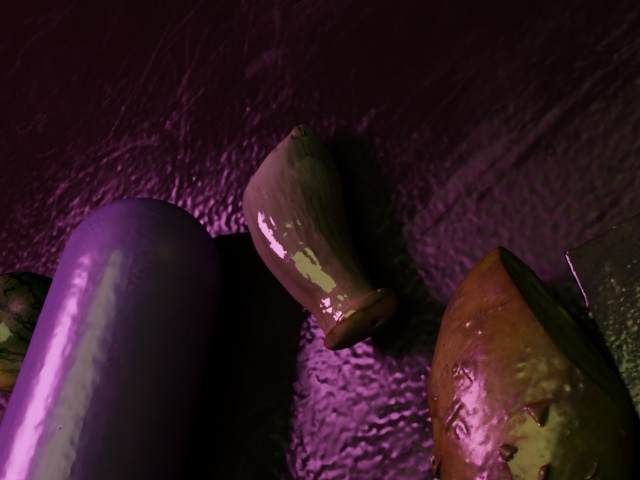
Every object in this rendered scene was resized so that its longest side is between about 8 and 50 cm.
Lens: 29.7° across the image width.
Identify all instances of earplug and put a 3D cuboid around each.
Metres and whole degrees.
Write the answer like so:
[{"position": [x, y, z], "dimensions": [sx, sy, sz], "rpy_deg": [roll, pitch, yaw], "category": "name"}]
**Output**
[{"position": [-0.222, 0.177, 1.245], "dimensions": [0.215, 0.215, 0.455], "rpy_deg": [8, 78, 35], "category": "earplug"}]

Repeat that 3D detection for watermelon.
[{"position": [-0.354, 0.099, 1.382], "dimensions": [0.187, 0.141, 0.140], "rpy_deg": [22, 90, 40], "category": "watermelon"}]

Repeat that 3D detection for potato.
[{"position": [0.174, 0.144, 1.018], "dimensions": [0.176, 0.141, 0.298], "rpy_deg": [-20, 68, 25], "category": "potato"}]

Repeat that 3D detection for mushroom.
[{"position": [-0.010, -0.001, 1.210], "dimensions": [0.096, 0.108, 0.247], "rpy_deg": [110, 143, -52], "category": "mushroom"}]

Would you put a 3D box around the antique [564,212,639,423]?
[{"position": [0.289, 0.092, 0.994], "dimensions": [0.080, 0.081, 0.220], "rpy_deg": [-32, 62, 25], "category": "antique"}]
